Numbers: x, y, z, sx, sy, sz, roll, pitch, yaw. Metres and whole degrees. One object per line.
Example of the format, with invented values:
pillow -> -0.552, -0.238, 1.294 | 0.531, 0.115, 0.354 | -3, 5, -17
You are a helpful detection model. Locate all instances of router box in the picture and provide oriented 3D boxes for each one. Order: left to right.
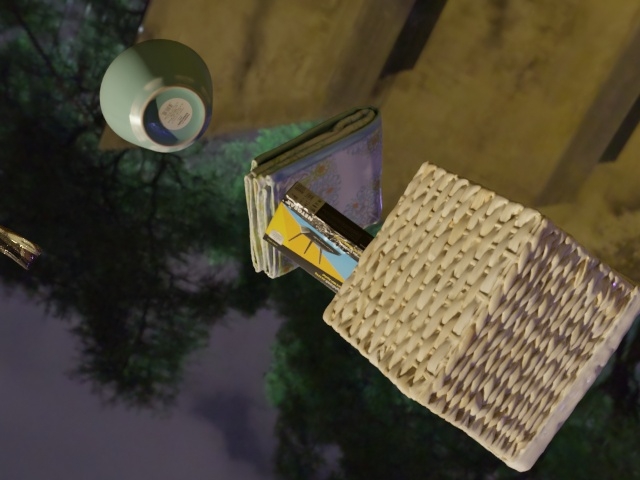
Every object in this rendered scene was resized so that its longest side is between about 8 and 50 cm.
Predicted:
router box -> 0.000, 0.000, 1.567 | 0.179, 0.133, 0.046 | 36, -132, 6

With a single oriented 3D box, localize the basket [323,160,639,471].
basket -> 0.229, 0.104, 1.368 | 0.266, 0.331, 0.328 | 32, -178, -32

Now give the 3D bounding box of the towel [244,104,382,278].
towel -> -0.007, -0.111, 2.099 | 0.375, 0.320, 0.090 | -29, -131, -27

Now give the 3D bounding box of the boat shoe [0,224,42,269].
boat shoe -> -0.536, -0.001, 1.499 | 0.152, 0.049, 0.056 | 24, 164, 6

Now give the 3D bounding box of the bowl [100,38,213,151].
bowl -> -0.411, -0.357, 2.406 | 0.312, 0.311, 0.163 | 12, -155, -33
